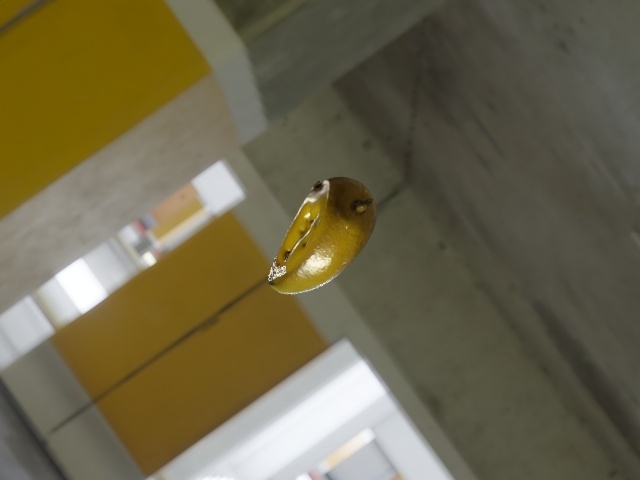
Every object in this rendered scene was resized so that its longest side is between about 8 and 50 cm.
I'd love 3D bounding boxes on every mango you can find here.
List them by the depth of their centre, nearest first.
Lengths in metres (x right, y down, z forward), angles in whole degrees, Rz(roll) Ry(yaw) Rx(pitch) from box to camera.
[{"bbox_3d":[0.000,0.000,1.568,0.066,0.187,0.101,25,-132,-20],"label":"mango"}]
